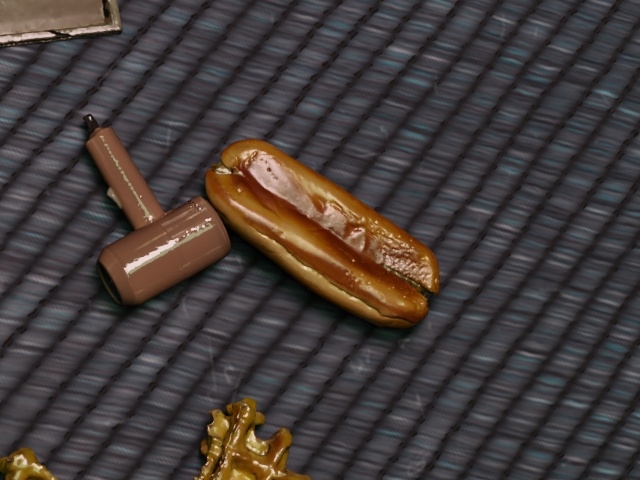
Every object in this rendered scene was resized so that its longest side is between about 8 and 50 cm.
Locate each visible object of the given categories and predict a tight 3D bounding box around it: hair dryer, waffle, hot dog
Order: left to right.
[{"bbox_3d":[-0.175,-0.037,1.830,0.117,0.064,0.181,-29,78,-18],"label":"hair dryer"},{"bbox_3d":[-0.134,0.280,1.757,0.293,0.069,0.259,-15,80,-17],"label":"waffle"},{"bbox_3d":[0.000,0.000,1.858,0.249,0.068,0.100,34,61,-8],"label":"hot dog"}]

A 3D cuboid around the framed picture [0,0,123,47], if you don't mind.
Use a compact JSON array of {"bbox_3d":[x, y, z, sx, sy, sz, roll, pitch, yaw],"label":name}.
[{"bbox_3d":[-0.308,-0.315,1.875,0.209,0.019,0.281,-7,79,-16],"label":"framed picture"}]
